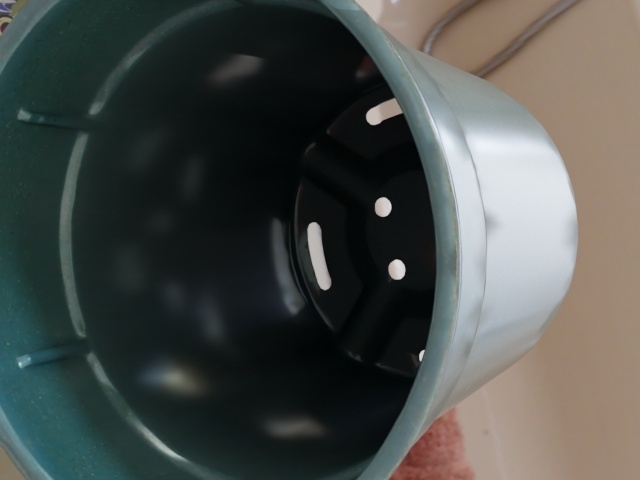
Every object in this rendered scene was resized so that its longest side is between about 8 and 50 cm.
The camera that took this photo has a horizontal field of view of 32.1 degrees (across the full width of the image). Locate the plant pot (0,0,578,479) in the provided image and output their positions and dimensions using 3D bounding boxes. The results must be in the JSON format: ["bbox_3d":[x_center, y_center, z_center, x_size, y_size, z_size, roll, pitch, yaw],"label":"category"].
[{"bbox_3d":[0.000,0.000,0.733,0.334,0.341,0.341,-5,69,-59],"label":"plant pot"}]

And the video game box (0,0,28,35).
[{"bbox_3d":[-0.185,-0.221,0.823,0.187,0.205,0.048,46,12,-1],"label":"video game box"}]
